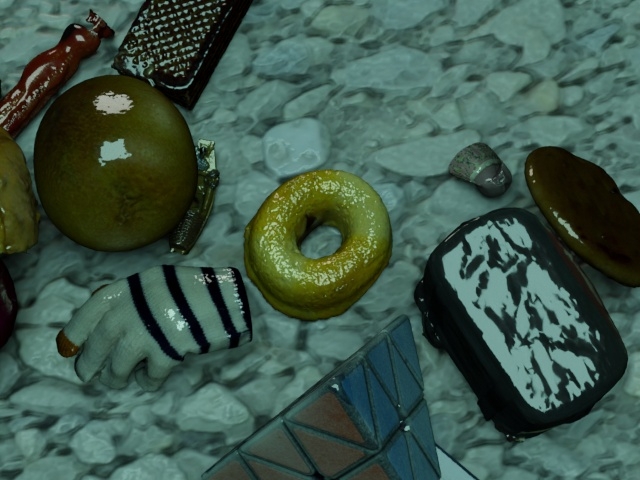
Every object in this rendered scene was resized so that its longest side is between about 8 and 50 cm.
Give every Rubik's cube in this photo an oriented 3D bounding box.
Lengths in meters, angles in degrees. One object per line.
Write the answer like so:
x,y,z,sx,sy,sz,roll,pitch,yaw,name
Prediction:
0.031,0.222,1.479,0.229,0.228,0.233,6,106,-30,Rubik's cube

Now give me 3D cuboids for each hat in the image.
0.201,-0.083,1.637,0.058,0.042,0.087,-47,46,-15,hat

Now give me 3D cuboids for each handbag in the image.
0.226,0.093,1.509,0.181,0.181,0.254,-33,79,-10,handbag

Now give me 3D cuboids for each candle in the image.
-0.382,-0.161,1.647,0.051,0.048,0.329,40,78,2,candle

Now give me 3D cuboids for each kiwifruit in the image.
-0.241,-0.095,1.545,0.196,0.196,0.234,-12,31,-4,kiwifruit

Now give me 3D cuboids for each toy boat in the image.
-0.154,-0.052,1.617,0.047,0.049,0.149,13,74,4,toy boat

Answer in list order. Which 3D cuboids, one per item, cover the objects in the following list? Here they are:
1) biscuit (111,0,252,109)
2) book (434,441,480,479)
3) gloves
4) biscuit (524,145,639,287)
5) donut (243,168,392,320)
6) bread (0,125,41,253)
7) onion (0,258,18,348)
-0.128,-0.348,1.689,0.107,0.073,0.388,25,75,8,biscuit
0.157,0.375,1.510,0.269,0.025,0.191,40,77,10,book
-0.197,0.095,1.538,0.219,0.131,0.140,-10,72,-12,gloves
0.320,-0.032,1.549,0.036,0.212,0.212,-45,76,29,biscuit
-0.001,-0.001,1.590,0.190,0.074,0.174,-28,76,-8,donut
-0.400,-0.058,1.506,0.143,0.229,0.139,-18,110,-13,bread
-0.429,0.062,1.545,0.195,0.218,0.139,-9,115,25,onion
